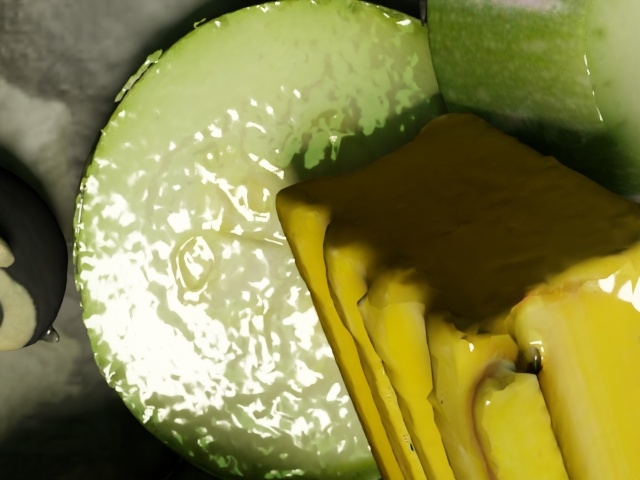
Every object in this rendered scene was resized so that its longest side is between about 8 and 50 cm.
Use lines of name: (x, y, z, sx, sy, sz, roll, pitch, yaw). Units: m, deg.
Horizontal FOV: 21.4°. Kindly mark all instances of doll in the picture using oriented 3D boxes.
doll: (-0.172, -0.021, 0.694, 0.179, 0.102, 0.089, 46, 55, -11)

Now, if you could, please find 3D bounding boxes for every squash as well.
squash: (0.134, -0.088, 0.683, 0.170, 0.123, 0.170, -2, 101, -13)
squash: (0.000, 0.001, 0.736, 0.219, 0.041, 0.219, -1, 102, -6)

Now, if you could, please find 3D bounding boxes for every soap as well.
soap: (0.100, 0.126, 0.661, 0.096, 0.204, 0.324, -25, 114, -9)
